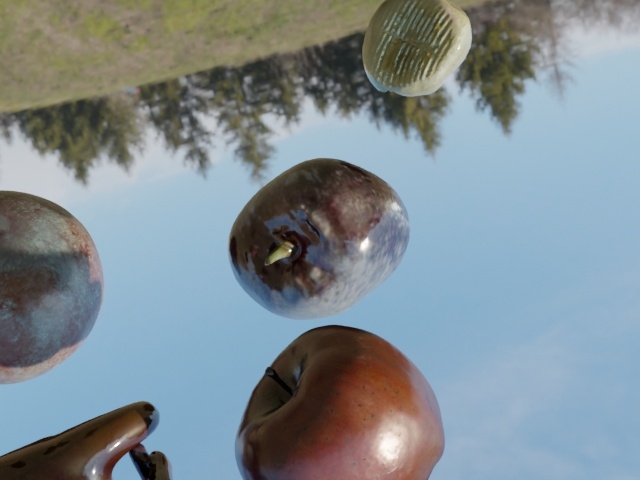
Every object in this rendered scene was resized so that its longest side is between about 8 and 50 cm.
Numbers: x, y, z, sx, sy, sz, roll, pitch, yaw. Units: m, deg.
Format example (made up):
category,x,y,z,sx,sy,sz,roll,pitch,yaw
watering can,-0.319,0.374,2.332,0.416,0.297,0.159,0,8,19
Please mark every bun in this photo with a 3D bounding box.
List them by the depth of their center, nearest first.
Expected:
category,x,y,z,sx,sy,sz,roll,pitch,yaw
bun,0.170,-0.339,1.758,0.178,0.193,0.128,31,-169,18

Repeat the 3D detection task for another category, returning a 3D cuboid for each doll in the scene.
category,x,y,z,sx,sy,sz,roll,pitch,yaw
doll,-0.234,0.349,1.099,0.318,0.339,0.209,-33,178,-33

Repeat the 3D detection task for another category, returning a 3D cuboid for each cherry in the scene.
category,x,y,z,sx,sy,sz,roll,pitch,yaw
cherry,0.000,0.000,1.452,0.255,0.218,0.296,-49,156,26

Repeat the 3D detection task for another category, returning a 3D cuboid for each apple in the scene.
category,x,y,z,sx,sy,sz,roll,pitch,yaw
apple,0.023,0.208,1.106,0.234,0.234,0.234,-15,-166,4

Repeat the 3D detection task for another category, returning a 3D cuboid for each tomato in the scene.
category,x,y,z,sx,sy,sz,roll,pitch,yaw
tomato,-0.508,0.073,1.616,0.317,0.316,0.282,-20,150,-15
